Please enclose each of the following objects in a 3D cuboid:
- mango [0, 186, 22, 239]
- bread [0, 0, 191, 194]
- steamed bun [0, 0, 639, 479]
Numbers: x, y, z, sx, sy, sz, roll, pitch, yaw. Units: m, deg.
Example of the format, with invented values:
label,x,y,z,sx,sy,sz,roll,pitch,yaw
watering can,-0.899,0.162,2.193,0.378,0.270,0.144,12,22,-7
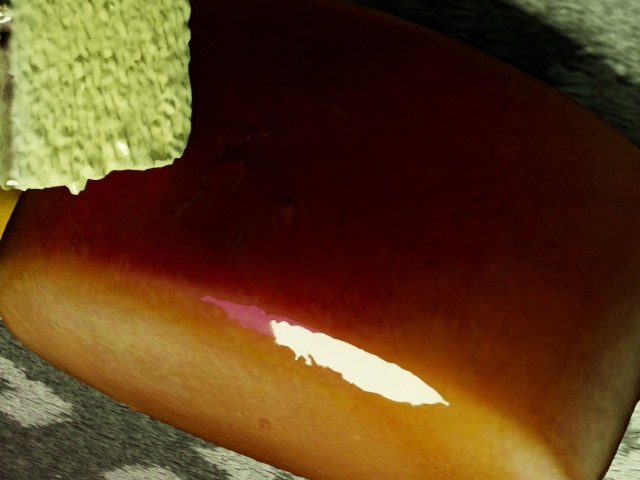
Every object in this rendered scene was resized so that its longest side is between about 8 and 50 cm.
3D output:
label,x,y,z,sx,sy,sz,roll,pitch,yaw
mango,-0.238,0.000,1.337,0.217,0.102,0.141,9,155,38
bread,-0.169,-0.149,0.832,0.178,0.135,0.240,6,103,36
steamed bun,0.000,0.000,0.952,0.379,0.235,0.248,17,158,24
